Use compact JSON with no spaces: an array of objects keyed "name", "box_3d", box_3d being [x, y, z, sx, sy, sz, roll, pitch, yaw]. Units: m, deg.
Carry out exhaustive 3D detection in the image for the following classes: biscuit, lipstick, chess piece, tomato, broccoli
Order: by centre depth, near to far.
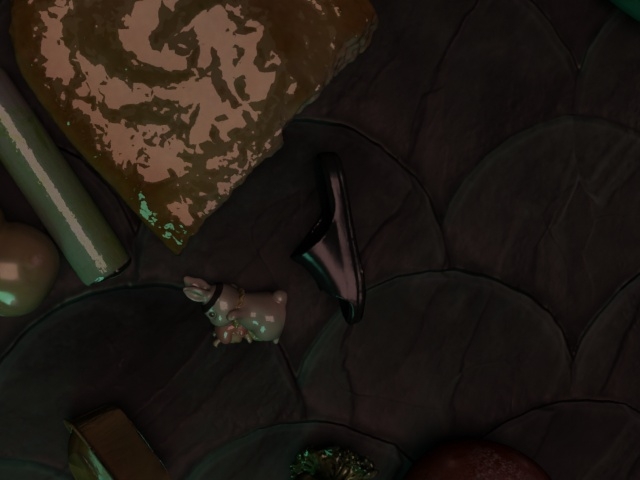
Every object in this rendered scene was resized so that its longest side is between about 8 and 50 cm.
[{"name":"chess piece","box_3d":[-0.473,-0.013,1.143,0.300,0.167,0.167,31,92,-22]},{"name":"biscuit","box_3d":[-0.169,-0.277,1.177,0.429,0.104,0.446,-40,105,-3]},{"name":"lipstick","box_3d":[-0.357,-0.076,1.186,0.076,0.076,0.304,-33,105,-5]},{"name":"broccoli","box_3d":[-0.002,0.341,1.271,0.122,0.204,0.118,25,89,20]},{"name":"tomato","box_3d":[0.234,0.430,1.314,0.270,0.227,0.270,-2,102,-10]}]

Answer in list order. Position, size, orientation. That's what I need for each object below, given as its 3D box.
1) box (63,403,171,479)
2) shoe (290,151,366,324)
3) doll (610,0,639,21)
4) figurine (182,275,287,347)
[{"name":"box","box_3d":[-0.286,0.308,1.251,0.111,0.111,0.177,-33,104,-5]},{"name":"shoe","box_3d":[0.000,0.000,1.260,0.093,0.108,0.241,-9,94,-9]},{"name":"doll","box_3d":[0.432,-0.404,1.252,0.258,0.153,0.195,17,59,-26]},{"name":"figurine","box_3d":[-0.125,0.107,1.260,0.146,0.081,0.098,8,98,-13]}]
